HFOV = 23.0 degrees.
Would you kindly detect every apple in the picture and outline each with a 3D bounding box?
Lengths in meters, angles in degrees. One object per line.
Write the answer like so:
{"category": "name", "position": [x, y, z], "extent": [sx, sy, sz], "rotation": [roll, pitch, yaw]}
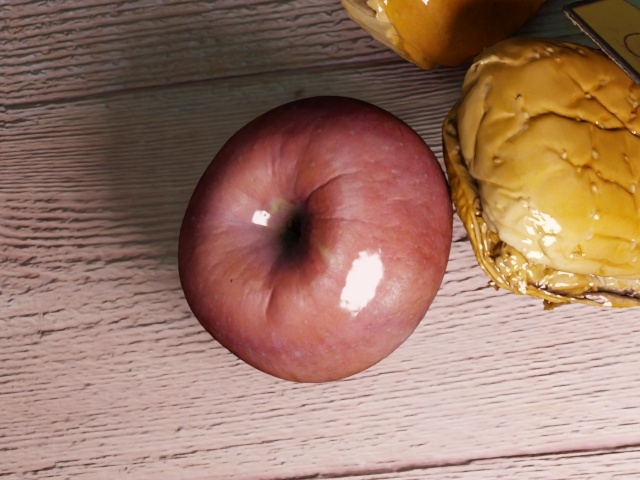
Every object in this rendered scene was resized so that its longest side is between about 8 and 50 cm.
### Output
{"category": "apple", "position": [0.000, 0.000, 1.651], "extent": [0.305, 0.235, 0.306], "rotation": [-7, 74, 24]}

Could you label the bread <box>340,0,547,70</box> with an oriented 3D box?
{"category": "bread", "position": [0.190, -0.375, 1.806], "extent": [0.183, 0.236, 0.389], "rotation": [32, 83, 39]}

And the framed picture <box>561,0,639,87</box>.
{"category": "framed picture", "position": [0.448, -0.207, 1.689], "extent": [0.324, 0.013, 0.244], "rotation": [-20, 57, -33]}

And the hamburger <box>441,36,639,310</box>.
{"category": "hamburger", "position": [0.274, -0.069, 1.630], "extent": [0.318, 0.158, 0.319], "rotation": [13, 56, -20]}
